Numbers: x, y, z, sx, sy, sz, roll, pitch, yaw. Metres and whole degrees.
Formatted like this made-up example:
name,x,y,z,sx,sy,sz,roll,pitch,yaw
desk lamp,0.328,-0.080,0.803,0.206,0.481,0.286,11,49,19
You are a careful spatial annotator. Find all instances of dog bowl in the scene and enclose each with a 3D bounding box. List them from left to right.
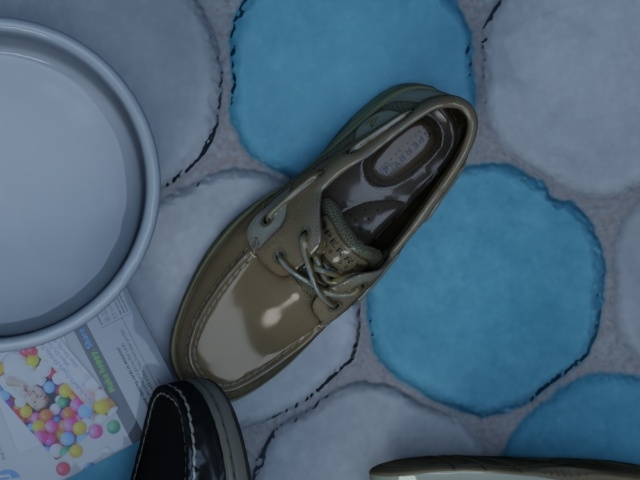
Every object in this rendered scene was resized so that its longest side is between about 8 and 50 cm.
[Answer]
name,x,y,z,sx,sy,sz,roll,pitch,yaw
dog bowl,-0.263,-0.042,1.559,0.264,0.104,0.265,0,87,-8

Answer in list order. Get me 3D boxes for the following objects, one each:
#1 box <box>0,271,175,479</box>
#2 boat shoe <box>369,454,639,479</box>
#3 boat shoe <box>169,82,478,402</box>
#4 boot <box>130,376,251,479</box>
name,x,y,z,sx,sy,sz,roll,pitch,yaw
box,-0.225,0.125,1.639,0.186,0.038,0.145,-27,100,-8
boat shoe,0.180,0.240,1.710,0.285,0.103,0.092,4,90,-19
boat shoe,0.000,0.000,1.638,0.121,0.110,0.341,40,86,-13
boot,-0.214,0.292,1.550,0.284,0.138,0.377,6,96,-27
